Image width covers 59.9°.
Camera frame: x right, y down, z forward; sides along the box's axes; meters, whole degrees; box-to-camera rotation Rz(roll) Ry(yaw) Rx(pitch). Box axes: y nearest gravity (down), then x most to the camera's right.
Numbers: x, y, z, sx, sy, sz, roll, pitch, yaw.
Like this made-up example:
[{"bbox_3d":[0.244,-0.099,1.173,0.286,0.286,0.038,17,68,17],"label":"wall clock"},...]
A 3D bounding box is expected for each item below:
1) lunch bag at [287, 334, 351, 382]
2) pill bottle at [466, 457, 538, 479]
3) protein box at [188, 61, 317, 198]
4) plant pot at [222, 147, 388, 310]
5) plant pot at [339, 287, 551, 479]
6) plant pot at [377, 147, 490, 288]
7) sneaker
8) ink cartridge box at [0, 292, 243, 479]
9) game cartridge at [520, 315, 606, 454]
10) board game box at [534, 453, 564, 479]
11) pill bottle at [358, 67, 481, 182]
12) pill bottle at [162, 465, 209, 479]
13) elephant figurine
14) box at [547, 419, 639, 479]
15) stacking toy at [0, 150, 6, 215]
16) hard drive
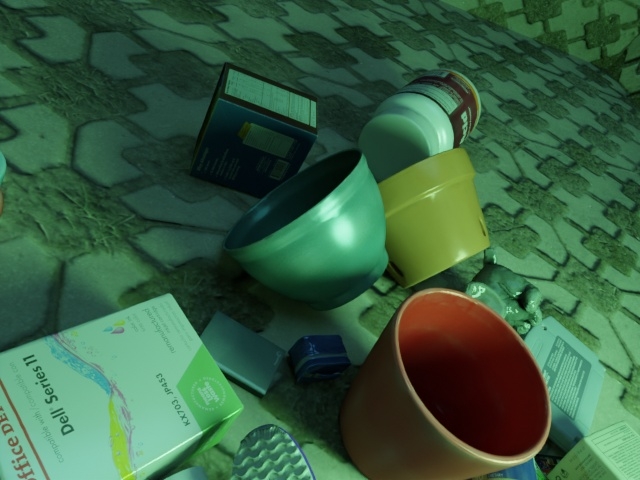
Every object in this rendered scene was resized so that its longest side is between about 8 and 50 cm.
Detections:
[{"bbox_3d":[0.002,0.202,0.932,0.098,0.067,0.065,4,50,-32],"label":"lunch bag"},{"bbox_3d":[0.294,0.348,0.940,0.122,0.123,0.219,22,42,-13],"label":"pill bottle"},{"bbox_3d":[-0.136,-0.214,1.137,0.201,0.200,0.136,18,43,-18],"label":"protein box"},{"bbox_3d":[0.000,0.000,0.995,0.196,0.293,0.293,55,38,-18],"label":"plant pot"},{"bbox_3d":[0.168,0.250,0.860,0.275,0.243,0.275,17,43,-17],"label":"plant pot"},{"bbox_3d":[0.216,-0.033,1.158,0.291,0.291,0.203,-21,80,-43],"label":"plant pot"},{"bbox_3d":[-0.029,0.372,0.693,0.102,0.146,0.293,-21,80,-5],"label":"sneaker"},{"bbox_3d":[-0.299,0.224,0.676,0.353,0.119,0.207,-21,64,-43],"label":"ink cartridge box"},{"bbox_3d":[0.492,0.288,1.178,0.196,0.060,0.294,46,42,8],"label":"game cartridge"},{"bbox_3d":[0.476,0.468,1.016,0.259,0.030,0.136,14,47,-22],"label":"board game box"},{"bbox_3d":[0.264,-0.298,1.460,0.224,0.224,0.392,39,42,6],"label":"pill bottle"},{"bbox_3d":[-0.138,0.374,0.647,0.108,0.108,0.193,-9,57,-38],"label":"pill bottle"},{"bbox_3d":[0.323,0.155,1.135,0.239,0.169,0.186,-20,34,-26],"label":"elephant figurine"},{"bbox_3d":[0.547,0.466,0.900,0.148,0.121,0.311,-2,39,-33],"label":"box"},{"bbox_3d":[-0.623,-0.092,0.761,0.309,0.130,0.279,23,42,-12],"label":"stacking toy"},{"bbox_3d":[-0.132,0.183,0.898,0.135,0.022,0.094,32,41,-3],"label":"hard drive"}]
